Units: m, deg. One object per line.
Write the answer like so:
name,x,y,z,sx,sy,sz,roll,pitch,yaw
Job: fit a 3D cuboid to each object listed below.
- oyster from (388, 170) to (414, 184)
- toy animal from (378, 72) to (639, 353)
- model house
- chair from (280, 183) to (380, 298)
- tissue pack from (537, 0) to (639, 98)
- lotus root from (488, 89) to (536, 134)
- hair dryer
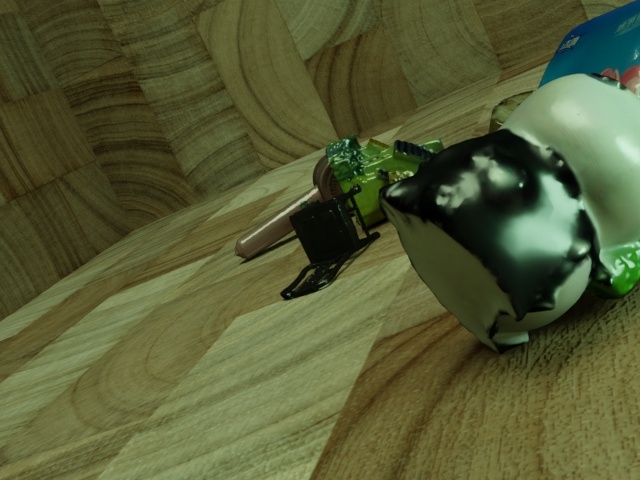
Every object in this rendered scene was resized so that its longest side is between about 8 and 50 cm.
oyster,0.175,-0.078,1.553,0.166,0.053,0.108,17,53,44
toy animal,0.220,-0.029,0.855,0.267,0.212,0.212,-32,12,-12
model house,0.137,-0.145,1.709,0.211,0.170,0.194,-23,9,10
chair,0.000,0.000,1.503,0.106,0.113,0.229,-21,8,32
tissue pack,0.432,-0.237,1.249,0.209,0.137,0.270,-62,13,-7
lotus root,0.375,-0.195,1.463,0.261,0.074,0.170,-25,34,-32
hair dryer,-0.046,-0.071,1.949,0.352,0.125,0.210,-32,10,0
